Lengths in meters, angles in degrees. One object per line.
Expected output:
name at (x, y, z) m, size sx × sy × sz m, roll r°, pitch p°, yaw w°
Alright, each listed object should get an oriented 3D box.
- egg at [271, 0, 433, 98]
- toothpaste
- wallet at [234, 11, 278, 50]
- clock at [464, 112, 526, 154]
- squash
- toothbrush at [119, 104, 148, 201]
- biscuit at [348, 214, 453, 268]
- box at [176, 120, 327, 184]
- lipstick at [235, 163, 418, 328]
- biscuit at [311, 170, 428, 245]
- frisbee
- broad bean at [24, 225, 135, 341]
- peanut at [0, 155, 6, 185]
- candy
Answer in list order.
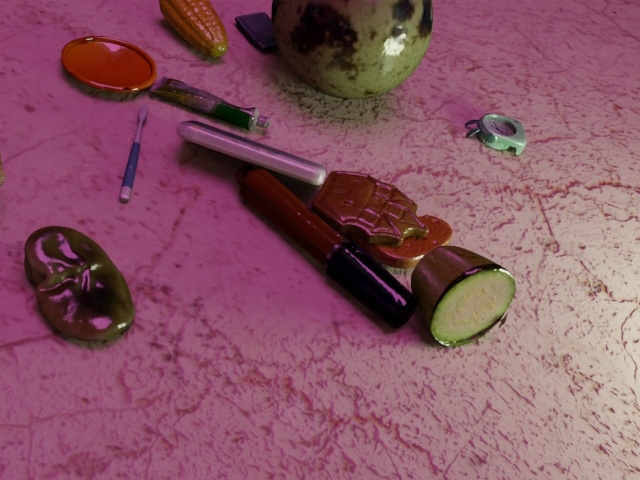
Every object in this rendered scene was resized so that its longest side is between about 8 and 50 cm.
egg at (0.064, -0.490, 2.039) m, size 0.344 × 0.345 × 0.428 m, roll 7°, pitch 28°, yaw -17°
toothpaste at (-0.218, -0.276, 1.902) m, size 0.247 × 0.047 × 0.078 m, roll 20°, pitch 35°, yaw 2°
wallet at (-0.134, -0.480, 2.183) m, size 0.088 × 0.026 × 0.129 m, roll -17°, pitch 54°, yaw -32°
clock at (0.397, -0.247, 2.143) m, size 0.135 × 0.041 × 0.101 m, roll 13°, pitch 40°, yaw -8°
squash at (0.235, 0.088, 1.606) m, size 0.170 × 0.170 × 0.123 m, roll -3°, pitch 30°, yaw -27°
toothbrush at (-0.342, -0.161, 1.735) m, size 0.019 × 0.025 × 0.276 m, roll 8°, pitch 43°, yaw -8°
biscuit at (0.139, -0.024, 1.774) m, size 0.192 × 0.036 × 0.186 m, roll 40°, pitch 45°, yaw 24°
box at (-0.126, -0.166, 1.775) m, size 0.285 × 0.044 × 0.142 m, roll 20°, pitch 10°, yaw -1°
lipstick at (0.000, 0.000, 1.657) m, size 0.418 × 0.077 × 0.077 m, roll 41°, pitch 43°, yaw 24°
biscuit at (0.100, -0.059, 1.745) m, size 0.215 × 0.034 × 0.182 m, roll 21°, pitch 39°, yaw 6°
frisbee at (-0.425, -0.347, 1.895) m, size 0.192 × 0.035 × 0.192 m, roll 13°, pitch 40°, yaw -11°
broad bean at (-0.365, 0.069, 1.435) m, size 0.207 × 0.072 × 0.153 m, roll 48°, pitch 48°, yaw 13°
peanut at (-0.584, -0.054, 1.415) m, size 0.153 × 0.140 × 0.325 m, roll 31°, pitch 39°, yaw -15°
candy at (-0.267, -0.473, 2.069) m, size 0.106 × 0.094 × 0.199 m, roll -17°, pitch 59°, yaw -38°
